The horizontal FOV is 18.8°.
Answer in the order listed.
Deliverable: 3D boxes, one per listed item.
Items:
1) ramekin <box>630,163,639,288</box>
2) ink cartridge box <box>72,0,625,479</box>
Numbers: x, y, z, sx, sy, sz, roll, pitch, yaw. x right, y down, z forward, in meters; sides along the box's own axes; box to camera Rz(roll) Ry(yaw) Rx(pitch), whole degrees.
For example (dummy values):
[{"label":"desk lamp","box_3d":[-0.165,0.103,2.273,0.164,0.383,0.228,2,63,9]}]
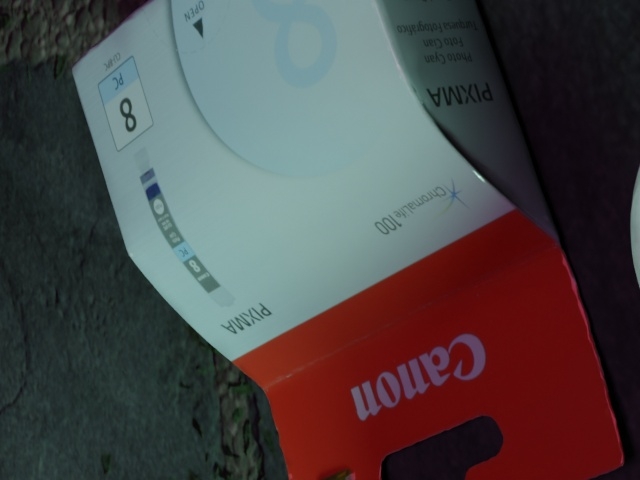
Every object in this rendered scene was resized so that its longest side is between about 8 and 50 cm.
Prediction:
[{"label":"ramekin","box_3d":[0.241,-0.006,0.897,0.207,0.109,0.207,11,104,48]},{"label":"ink cartridge box","box_3d":[0.000,0.000,1.196,0.308,0.091,0.385,-30,72,48]}]
